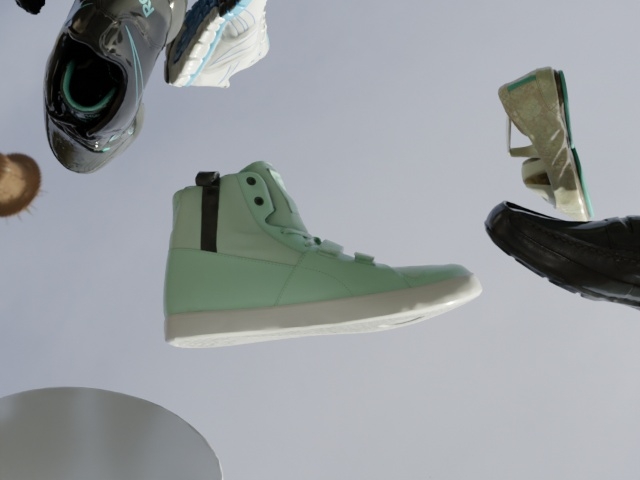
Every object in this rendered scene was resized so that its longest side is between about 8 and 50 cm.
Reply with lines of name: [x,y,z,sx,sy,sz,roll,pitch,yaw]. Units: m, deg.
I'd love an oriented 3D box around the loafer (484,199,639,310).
loafer: [0.235,0.011,0.550,0.223,0.076,0.078,21,-69,4]

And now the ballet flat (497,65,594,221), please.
ballet flat: [0.175,-0.069,0.574,0.052,0.168,0.057,-14,-132,19]

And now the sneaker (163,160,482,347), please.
sneaker: [0.000,0.000,0.596,0.256,0.094,0.151,-4,-105,-5]

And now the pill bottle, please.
pill bottle: [-0.152,0.236,0.402,0.160,0.160,0.283,22,-74,14]

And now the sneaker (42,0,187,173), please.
sneaker: [-0.198,-0.127,0.619,0.101,0.267,0.106,28,-127,-11]

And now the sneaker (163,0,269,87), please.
sneaker: [-0.076,-0.211,0.698,0.083,0.191,0.071,7,-120,-35]

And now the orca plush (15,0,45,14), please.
orca plush: [-0.230,-0.228,0.589,0.151,0.287,0.102,15,-96,9]
